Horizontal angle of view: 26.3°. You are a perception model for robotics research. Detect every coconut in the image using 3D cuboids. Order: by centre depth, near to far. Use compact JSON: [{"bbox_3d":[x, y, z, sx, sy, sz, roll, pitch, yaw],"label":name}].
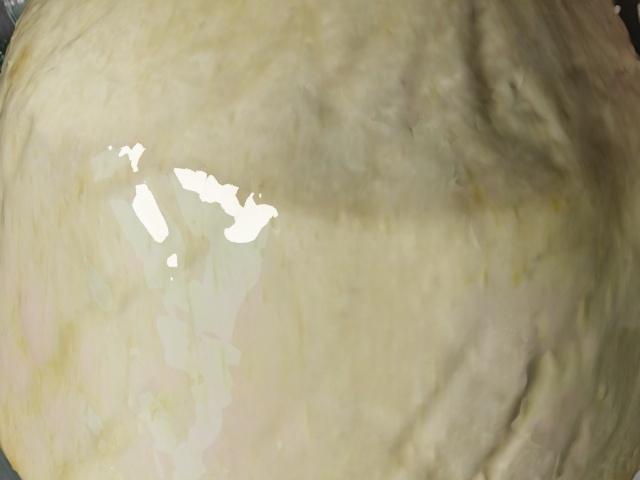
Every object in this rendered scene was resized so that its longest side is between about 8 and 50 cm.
[{"bbox_3d":[0.000,0.000,0.740,0.415,0.345,0.415,-178,90,-86],"label":"coconut"}]

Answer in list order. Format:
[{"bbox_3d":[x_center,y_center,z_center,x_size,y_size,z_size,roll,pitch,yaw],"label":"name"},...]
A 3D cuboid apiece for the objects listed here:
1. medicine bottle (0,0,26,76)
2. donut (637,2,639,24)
[{"bbox_3d":[-0.251,-0.191,1.111,0.293,0.141,0.141,2,120,54],"label":"medicine bottle"},{"bbox_3d":[0.235,-0.094,0.566,0.233,0.085,0.199,21,134,42],"label":"donut"}]
